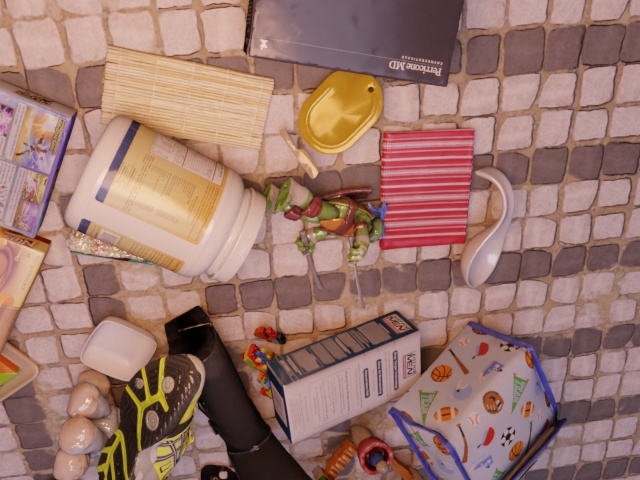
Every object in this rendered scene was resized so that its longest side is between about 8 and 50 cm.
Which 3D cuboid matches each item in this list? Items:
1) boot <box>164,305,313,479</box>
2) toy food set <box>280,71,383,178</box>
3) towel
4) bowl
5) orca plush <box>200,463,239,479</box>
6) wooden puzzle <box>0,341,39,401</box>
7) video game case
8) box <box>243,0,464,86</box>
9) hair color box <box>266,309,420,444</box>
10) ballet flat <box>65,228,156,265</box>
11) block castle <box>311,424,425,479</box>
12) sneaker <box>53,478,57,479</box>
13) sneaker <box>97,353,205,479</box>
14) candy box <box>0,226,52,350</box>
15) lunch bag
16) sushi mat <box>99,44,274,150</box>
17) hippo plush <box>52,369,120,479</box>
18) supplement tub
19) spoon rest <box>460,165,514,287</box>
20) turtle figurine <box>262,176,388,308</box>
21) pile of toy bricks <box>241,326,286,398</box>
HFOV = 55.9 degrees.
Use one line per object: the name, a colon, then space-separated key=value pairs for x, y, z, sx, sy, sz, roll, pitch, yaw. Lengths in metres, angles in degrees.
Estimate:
boot: x=-0.170 y=0.394 z=1.330 sx=0.146 sy=0.367 sz=0.445 roll=-31 pitch=121 yaw=-27
toy food set: x=0.028 y=-0.239 z=1.190 sx=0.218 sy=0.071 sz=0.128 roll=-43 pitch=90 yaw=12
towel: x=0.226 y=-0.106 z=1.299 sx=0.199 sy=0.031 sz=0.274 roll=-4 pitch=117 yaw=-6
bowl: x=-0.456 y=0.239 z=1.368 sx=0.142 sy=0.053 sz=0.142 roll=30 pitch=109 yaw=-21
orca plush: x=-0.213 y=0.713 z=1.616 sx=0.151 sy=0.102 sz=0.287 roll=-25 pitch=118 yaw=5
wooden puzzle: x=-0.796 y=0.282 z=1.348 sx=0.221 sy=0.044 sz=0.238 roll=-33 pitch=116 yaw=10
video game case: x=-0.620 y=-0.167 z=1.133 sx=0.244 sy=0.061 sz=0.269 roll=21 pitch=112 yaw=-16
box: x=0.058 y=-0.442 z=1.002 sx=0.343 sy=0.179 sz=0.312 roll=6 pitch=107 yaw=-11
hair color box: x=0.061 y=0.308 z=1.387 sx=0.347 sy=0.105 sz=0.173 roll=-17 pitch=120 yaw=-21
ballet flat: x=-0.397 y=0.007 z=1.246 sx=0.241 sy=0.091 sz=0.077 roll=11 pitch=93 yaw=-17
block castle: x=0.078 y=0.734 z=1.524 sx=0.303 sy=0.213 sz=0.453 roll=44 pitch=86 yaw=-15
sneaker: x=-0.693 y=0.647 z=1.546 sx=0.178 sy=0.072 sz=0.077 roll=3 pitch=105 yaw=-18
sneaker: x=-0.328 y=0.375 z=1.244 sx=0.147 sy=0.145 sz=0.384 roll=2 pitch=128 yaw=-51
candy box: x=-0.703 y=0.113 z=1.223 sx=0.183 sy=0.087 sz=0.316 roll=26 pitch=101 yaw=-19
lunch bag: x=0.400 y=0.453 z=1.440 sx=0.328 sy=0.239 sz=0.385 roll=-40 pitch=121 yaw=-20
sushi mat: x=-0.257 y=-0.268 z=1.156 sx=0.317 sy=0.019 sz=0.151 roll=8 pitch=116 yaw=-12
hippo plush: x=-0.459 y=0.455 z=1.377 sx=0.237 sy=0.234 sz=0.294 roll=12 pitch=114 yaw=-13
supplement tub: x=-0.285 y=-0.067 z=1.137 sx=0.316 sy=0.228 sz=0.228 roll=26 pitch=111 yaw=-19
spoon rest: x=0.368 y=-0.019 z=1.321 sx=0.137 sy=0.084 sz=0.276 roll=-22 pitch=123 yaw=-39
turtle figurine: x=0.000 y=0.000 z=1.226 sx=0.266 sy=0.198 sz=0.274 roll=27 pitch=108 yaw=-26
pile of toy bricks: x=-0.136 y=0.289 z=1.424 sx=0.105 sy=0.118 sz=0.212 roll=-3 pitch=138 yaw=27
